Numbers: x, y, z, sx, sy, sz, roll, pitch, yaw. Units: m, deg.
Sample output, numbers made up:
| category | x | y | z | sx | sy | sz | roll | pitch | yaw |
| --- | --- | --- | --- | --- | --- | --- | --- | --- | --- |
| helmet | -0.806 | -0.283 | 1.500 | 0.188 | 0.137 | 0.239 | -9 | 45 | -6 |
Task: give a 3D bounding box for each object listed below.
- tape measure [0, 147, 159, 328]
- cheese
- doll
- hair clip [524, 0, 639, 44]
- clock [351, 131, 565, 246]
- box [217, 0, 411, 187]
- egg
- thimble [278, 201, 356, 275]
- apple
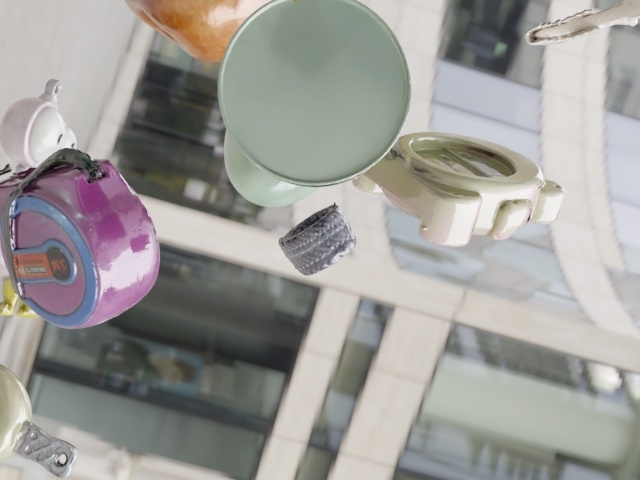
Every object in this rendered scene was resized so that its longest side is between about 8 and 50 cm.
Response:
| category | x | y | z | sx | sy | sz | roll | pitch | yaw |
| --- | --- | --- | --- | --- | --- | --- | --- | --- | --- |
| tape measure | -0.333 | -0.007 | 1.888 | 0.149 | 0.231 | 0.245 | -29 | 108 | -46 |
| cheese | -0.313 | 0.183 | 1.351 | 0.092 | 0.171 | 0.047 | -49 | 163 | 12 |
| doll | -0.442 | -0.068 | 2.098 | 0.160 | 0.094 | 0.365 | 23 | 79 | -73 |
| hair clip | 0.369 | -0.300 | 1.926 | 0.034 | 0.226 | 0.072 | 69 | -21 | 6 |
| clock | 0.241 | -0.096 | 2.379 | 0.284 | 0.309 | 0.114 | 38 | -58 | 47 |
| box | -0.006 | -0.178 | 1.676 | 0.149 | 0.226 | 0.226 | -50 | 156 | -89 |
| egg | -0.056 | -0.183 | 2.381 | 0.283 | 0.203 | 0.203 | -59 | 178 | -31 |
| thimble | 0.002 | -0.001 | 1.856 | 0.095 | 0.066 | 0.104 | -42 | -169 | -37 |
| apple | -0.165 | -0.370 | 1.968 | 0.206 | 0.251 | 0.272 | -43 | -138 | -7 |
